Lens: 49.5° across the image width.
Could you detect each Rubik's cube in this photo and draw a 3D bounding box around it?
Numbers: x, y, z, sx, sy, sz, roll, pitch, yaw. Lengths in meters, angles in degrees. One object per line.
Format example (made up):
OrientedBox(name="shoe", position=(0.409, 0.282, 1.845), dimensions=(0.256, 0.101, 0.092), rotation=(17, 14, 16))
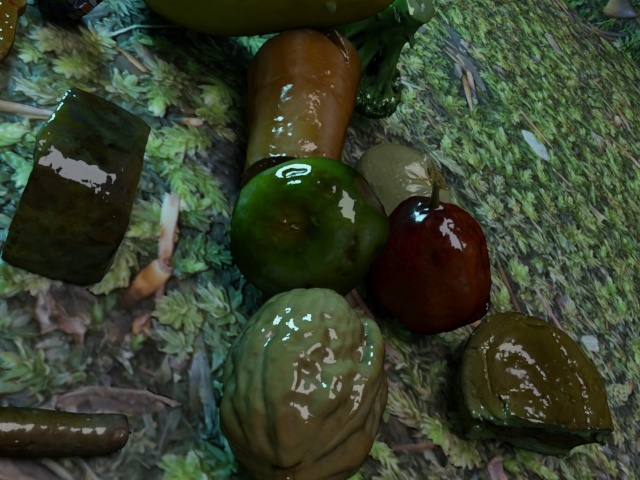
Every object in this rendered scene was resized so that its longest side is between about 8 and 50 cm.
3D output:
OrientedBox(name="Rubik's cube", position=(-0.359, -0.367, 0.984), dimensions=(0.093, 0.111, 0.111), rotation=(56, 29, -36))

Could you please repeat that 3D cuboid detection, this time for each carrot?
OrientedBox(name="carrot", position=(-0.024, -0.174, 1.066), dimensions=(0.196, 0.196, 0.254), rotation=(22, 51, -29))

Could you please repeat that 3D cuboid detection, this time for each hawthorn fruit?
OrientedBox(name="hawthorn fruit", position=(0.170, 0.024, 1.035), dimensions=(0.190, 0.251, 0.189), rotation=(-1, 42, 1))

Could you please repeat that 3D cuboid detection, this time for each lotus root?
OrientedBox(name="lotus root", position=(-0.272, -0.074, 0.803), dimensions=(0.119, 0.138, 0.234), rotation=(18, 52, -18))

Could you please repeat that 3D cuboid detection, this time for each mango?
OrientedBox(name="mango", position=(-0.089, -0.439, 1.085), dimensions=(0.446, 0.220, 0.301), rotation=(12, 44, 14))

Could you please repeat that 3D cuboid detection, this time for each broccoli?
OrientedBox(name="broccoli", position=(0.083, -0.351, 1.246), dimensions=(0.269, 0.269, 0.254), rotation=(32, 53, -18))

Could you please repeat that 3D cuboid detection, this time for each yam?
OrientedBox(name="yam", position=(-0.298, 0.172, 0.625), dimensions=(0.264, 0.046, 0.046), rotation=(12, 51, -34))

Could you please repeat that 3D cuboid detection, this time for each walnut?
OrientedBox(name="walnut", position=(-0.016, 0.162, 0.782), dimensions=(0.198, 0.198, 0.245), rotation=(38, 40, -12))

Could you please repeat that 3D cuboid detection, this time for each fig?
OrientedBox(name="fig", position=(0.000, 0.000, 0.964), dimensions=(0.206, 0.206, 0.275), rotation=(60, 7, 15))

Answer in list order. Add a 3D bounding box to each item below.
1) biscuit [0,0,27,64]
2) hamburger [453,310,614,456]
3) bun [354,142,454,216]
OrientedBox(name="biscuit", position=(-0.464, -0.331, 0.900), dimensions=(0.183, 0.043, 0.280), rotation=(-11, 70, -43))
OrientedBox(name="hamburger", position=(0.335, 0.220, 1.101), dimensions=(0.309, 0.132, 0.211), rotation=(17, 50, -30))
OrientedBox(name="bun", position=(0.163, -0.083, 1.199), dimensions=(0.223, 0.127, 0.222), rotation=(24, 42, -24))
